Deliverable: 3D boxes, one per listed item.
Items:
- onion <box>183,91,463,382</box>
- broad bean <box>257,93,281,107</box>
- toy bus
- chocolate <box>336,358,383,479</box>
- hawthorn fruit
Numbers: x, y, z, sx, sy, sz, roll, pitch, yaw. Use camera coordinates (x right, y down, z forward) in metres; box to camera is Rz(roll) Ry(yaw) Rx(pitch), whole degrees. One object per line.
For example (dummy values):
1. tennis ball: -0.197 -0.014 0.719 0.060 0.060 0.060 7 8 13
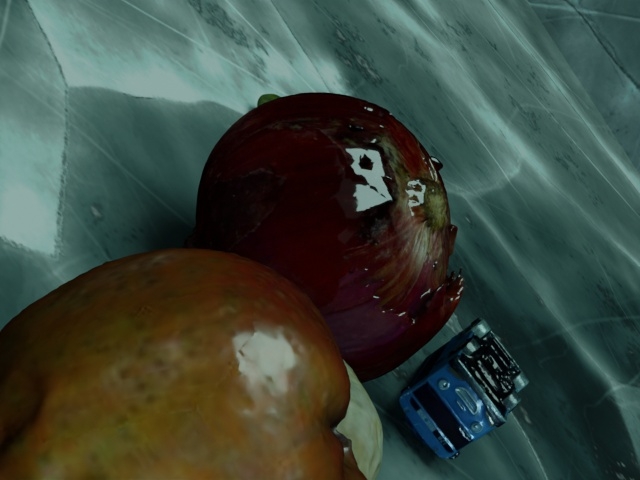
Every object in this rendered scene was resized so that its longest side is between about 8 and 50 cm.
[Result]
1. onion: 0.000 0.000 1.504 0.276 0.276 0.276 41 24 -22
2. broad bean: -0.049 -0.142 1.894 0.063 0.045 0.083 46 14 -15
3. toy bus: 0.149 0.156 1.712 0.090 0.106 0.185 54 16 0
4. chocolate: -0.021 0.199 1.294 0.134 0.134 0.309 44 26 -16
5. hawthorn fruit: -0.123 0.142 1.034 0.298 0.277 0.277 -1 44 -17
